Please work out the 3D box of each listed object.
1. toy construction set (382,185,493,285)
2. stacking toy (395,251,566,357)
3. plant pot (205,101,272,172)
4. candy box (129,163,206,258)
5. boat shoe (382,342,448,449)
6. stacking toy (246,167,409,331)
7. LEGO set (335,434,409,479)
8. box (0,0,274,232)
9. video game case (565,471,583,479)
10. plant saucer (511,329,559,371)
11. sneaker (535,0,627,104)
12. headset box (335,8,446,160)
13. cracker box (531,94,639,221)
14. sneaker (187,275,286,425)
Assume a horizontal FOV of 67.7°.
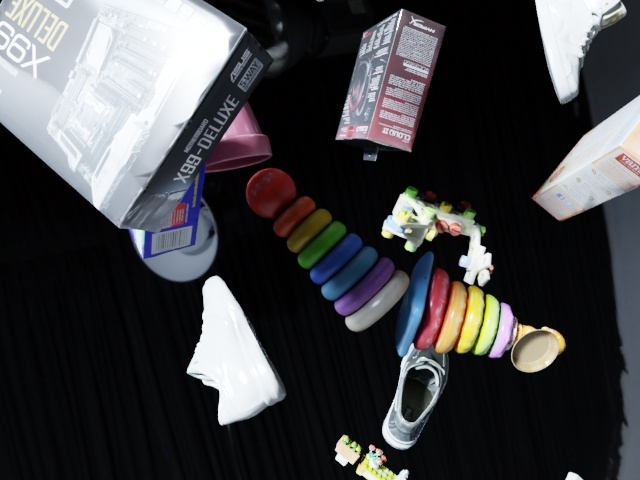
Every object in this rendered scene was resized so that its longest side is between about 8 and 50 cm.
[{"bbox_3d":[0.312,-0.026,1.215,0.151,0.328,0.215,-54,17,26],"label":"toy construction set"},{"bbox_3d":[0.304,0.157,0.899,0.302,0.165,0.175,15,45,8],"label":"stacking toy"},{"bbox_3d":[-0.241,-0.283,1.225,0.202,0.180,0.201,-13,3,1],"label":"plant pot"},{"bbox_3d":[-0.349,-0.173,0.940,0.122,0.317,0.268,-15,-35,-32],"label":"candy box"},{"bbox_3d":[0.252,0.341,1.148,0.121,0.119,0.335,26,42,7],"label":"boat shoe"},{"bbox_3d":[0.000,0.000,0.853,0.141,0.330,0.141,-43,-2,-2],"label":"stacking toy"},{"bbox_3d":[0.152,0.497,0.946,0.132,0.287,0.107,0,-44,-39],"label":"LEGO set"},{"bbox_3d":[-0.244,-0.195,0.550,0.242,0.307,0.076,-54,-16,7],"label":"box"},{"bbox_3d":[0.254,0.311,0.478,0.122,0.087,0.011,-53,19,-22],"label":"video game case"},{"bbox_3d":[0.356,0.181,0.797,0.084,0.083,0.015,-12,22,-3],"label":"plant saucer"},{"bbox_3d":[0.580,-0.456,1.047,0.169,0.292,0.108,-9,-13,26],"label":"sneaker"},{"bbox_3d":[0.141,-0.323,1.060,0.110,0.293,0.218,13,7,-18],"label":"headset box"},{"bbox_3d":[0.426,-0.127,0.688,0.155,0.067,0.232,-47,-7,-9],"label":"cracker box"},{"bbox_3d":[-0.127,0.130,0.597,0.094,0.080,0.212,-30,44,-8],"label":"sneaker"}]
